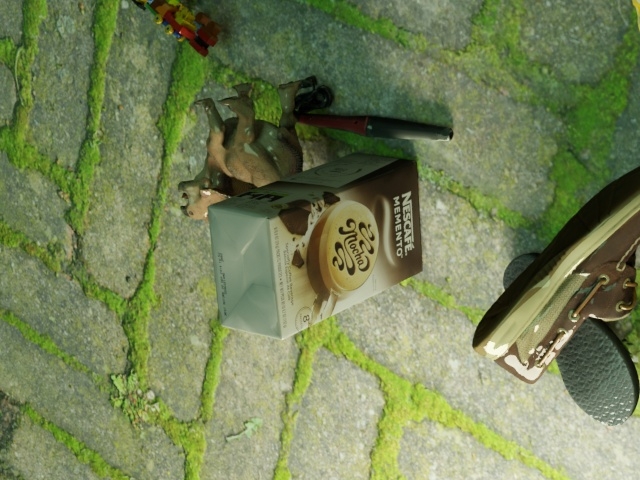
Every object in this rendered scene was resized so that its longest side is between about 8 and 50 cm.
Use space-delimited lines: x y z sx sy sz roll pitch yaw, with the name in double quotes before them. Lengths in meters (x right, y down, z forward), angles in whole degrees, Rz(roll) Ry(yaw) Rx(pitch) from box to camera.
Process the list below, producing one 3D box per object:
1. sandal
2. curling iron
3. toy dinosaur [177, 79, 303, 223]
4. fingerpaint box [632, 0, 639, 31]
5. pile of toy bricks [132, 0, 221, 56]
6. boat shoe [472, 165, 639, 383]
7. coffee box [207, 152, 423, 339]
"sandal" 0.336 0.121 1.916 0.097 0.054 0.254 -43 68 34
"curling iron" 0.061 -0.171 2.035 0.274 0.035 0.068 19 118 34
"toy dinosaur" -0.089 -0.115 2.093 0.295 0.127 0.200 5 112 56
"fingerpaint box" 0.505 -0.214 1.452 0.371 0.163 0.445 13 131 50
"pile of toy bricks" -0.209 -0.369 2.155 0.105 0.118 0.212 -51 53 10
"boat shoe" 0.338 0.047 1.825 0.123 0.123 0.342 39 110 -6
"coffee box" 0.000 0.000 1.974 0.119 0.297 0.168 10 114 40
